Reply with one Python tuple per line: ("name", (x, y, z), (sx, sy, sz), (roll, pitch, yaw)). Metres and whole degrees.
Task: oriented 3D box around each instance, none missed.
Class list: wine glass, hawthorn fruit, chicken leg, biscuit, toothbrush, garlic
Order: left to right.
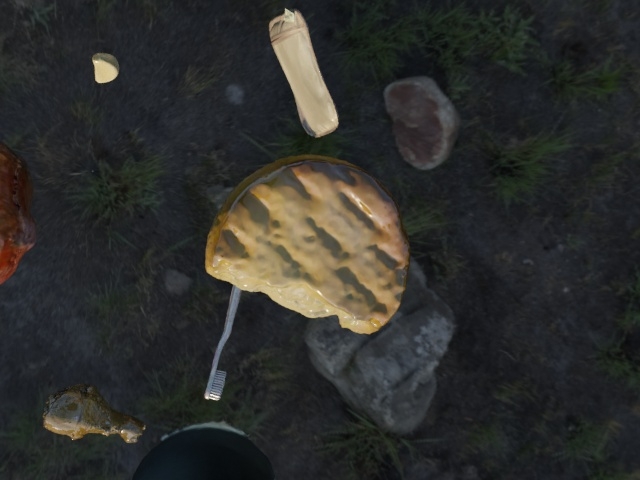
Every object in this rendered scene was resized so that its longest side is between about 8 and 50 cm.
("hawthorn fruit", (-0.358, -0.024, 0.674), (0.173, 0.173, 0.173), (-2, 96, -17))
("chicken leg", (-0.366, 0.292, 1.202), (0.069, 0.085, 0.198), (-37, 137, 19))
("garlic", (-0.440, -0.356, 1.485), (0.053, 0.083, 0.041), (-8, 70, -10))
("wine glass", (-0.077, 0.227, 0.488), (0.111, 0.111, 0.204), (-7, 126, -17))
("toothbrush", (-0.161, 0.142, 1.327), (0.029, 0.025, 0.307), (13, 66, -3))
("biscuit", (0.000, 0.000, 0.941), (0.274, 0.091, 0.213), (29, 89, -19))

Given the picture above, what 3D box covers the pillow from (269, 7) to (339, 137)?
("pillow", (-0.030, -0.301, 1.313), (0.038, 0.130, 0.233), (-28, 102, -29))
